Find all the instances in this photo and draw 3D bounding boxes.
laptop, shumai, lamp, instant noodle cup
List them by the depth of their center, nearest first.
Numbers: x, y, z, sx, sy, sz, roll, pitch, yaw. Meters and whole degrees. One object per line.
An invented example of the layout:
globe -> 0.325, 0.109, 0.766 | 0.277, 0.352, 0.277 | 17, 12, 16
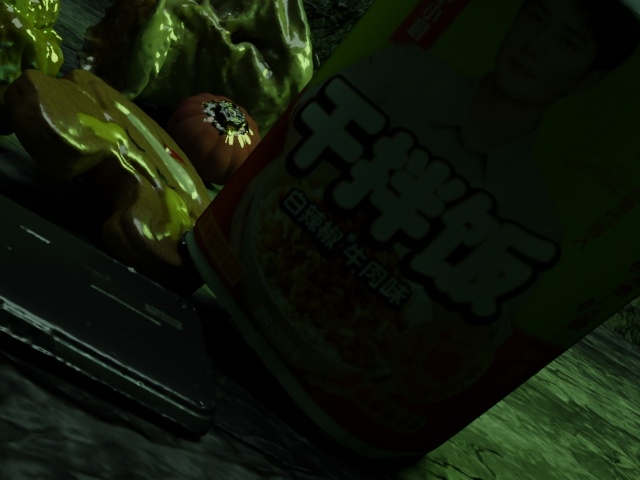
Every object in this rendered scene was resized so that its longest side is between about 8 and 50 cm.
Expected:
laptop -> -0.146, 0.018, 0.568 | 0.207, 0.026, 0.154 | 31, 8, -17
instant noodle cup -> 0.099, -0.035, 0.701 | 0.294, 0.308, 0.294 | 42, 13, -12
lamp -> -0.116, -0.110, 1.215 | 0.107, 0.092, 0.108 | 21, 46, -23
shumai -> -0.184, -0.210, 1.395 | 0.262, 0.267, 0.314 | -4, -5, -25

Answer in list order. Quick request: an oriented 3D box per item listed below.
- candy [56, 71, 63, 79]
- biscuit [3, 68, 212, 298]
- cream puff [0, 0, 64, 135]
candy -> -0.271, -0.171, 1.102 | 0.323, 0.097, 0.097 | 48, 14, 29
biscuit -> -0.131, -0.051, 0.808 | 0.186, 0.044, 0.295 | 54, 6, -9
cream puff -> -0.255, -0.154, 0.830 | 0.156, 0.121, 0.156 | 29, 5, -3
